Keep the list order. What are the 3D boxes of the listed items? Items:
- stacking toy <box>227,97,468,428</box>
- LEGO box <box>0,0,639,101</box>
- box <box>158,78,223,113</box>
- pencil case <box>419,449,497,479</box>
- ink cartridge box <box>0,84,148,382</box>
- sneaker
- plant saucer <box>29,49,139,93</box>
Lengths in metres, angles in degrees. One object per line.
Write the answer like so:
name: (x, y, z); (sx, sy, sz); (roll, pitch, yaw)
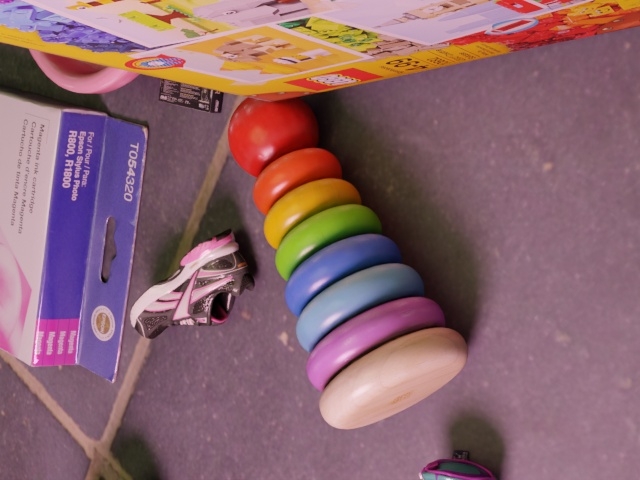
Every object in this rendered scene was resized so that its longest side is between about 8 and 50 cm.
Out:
stacking toy: (0.000, 0.000, 0.893); (0.141, 0.141, 0.330); (-42, 64, 32)
LEGO box: (-0.008, -0.236, 0.603); (0.372, 0.500, 0.193); (-8, 88, 27)
box: (-0.140, -0.178, 1.053); (0.083, 0.018, 0.067); (16, 103, 36)
pencil case: (0.116, 0.270, 0.859); (0.070, 0.064, 0.152); (9, 99, 21)
ink cartridge box: (-0.368, -0.019, 1.216); (0.330, 0.071, 0.324); (18, 104, 37)
sneaker: (-0.139, 0.067, 1.043); (0.178, 0.072, 0.077); (-42, 79, 39)
plant saucer: (-0.229, -0.326, 1.052); (0.332, 0.084, 0.332); (5, 97, 46)
